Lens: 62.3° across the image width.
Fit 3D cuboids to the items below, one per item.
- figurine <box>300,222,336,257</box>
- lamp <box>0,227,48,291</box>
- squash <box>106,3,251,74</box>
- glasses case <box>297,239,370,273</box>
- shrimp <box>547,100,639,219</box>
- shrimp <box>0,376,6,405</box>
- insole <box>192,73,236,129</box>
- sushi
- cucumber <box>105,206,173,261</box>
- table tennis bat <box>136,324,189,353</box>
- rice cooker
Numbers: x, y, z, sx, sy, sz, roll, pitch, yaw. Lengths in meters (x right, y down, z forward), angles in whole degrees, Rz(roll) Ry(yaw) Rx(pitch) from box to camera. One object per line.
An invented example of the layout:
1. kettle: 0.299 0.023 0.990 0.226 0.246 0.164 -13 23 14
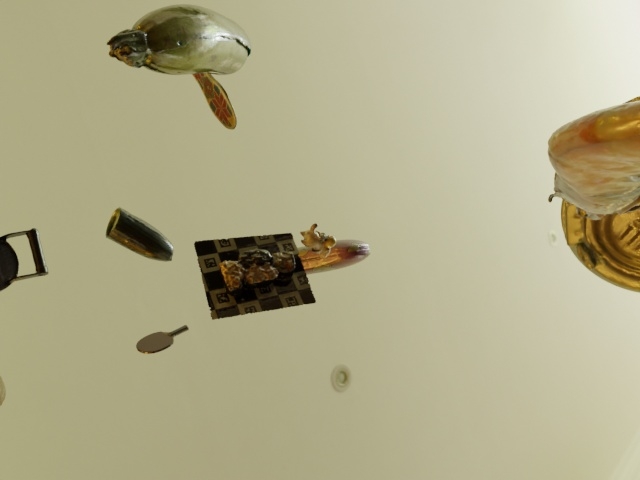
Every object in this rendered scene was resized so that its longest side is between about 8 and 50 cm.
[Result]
1. figurine: 0.000 0.000 1.110 0.083 0.051 0.047 34 -145 -36
2. lamp: -0.562 0.061 0.819 0.172 0.227 0.147 -3 -110 -54
3. squash: -0.175 -0.275 0.727 0.094 0.094 0.341 66 -159 -10
4. glasses case: -0.016 0.048 1.383 0.123 0.316 0.075 -8 -93 -53
5. shrimp: 0.251 -0.050 0.373 0.296 0.169 0.058 10 -97 -67
6. shrimp: -0.489 0.157 0.629 0.198 0.262 0.051 8 -128 -23
7. insole: -0.191 -0.263 0.907 0.006 0.065 0.193 -21 -113 -31
8. sushi: -0.129 0.049 1.063 0.215 0.050 0.192 -7 -127 -21
9. cucumber: -0.258 -0.004 0.773 0.105 0.048 0.048 32 -118 -23
10. table tennis bat: -0.234 0.146 0.790 0.083 0.050 0.007 -23 -60 -42
11. rice cooker: 0.518 -0.077 0.811 0.317 0.317 0.264 -38 -60 -39
